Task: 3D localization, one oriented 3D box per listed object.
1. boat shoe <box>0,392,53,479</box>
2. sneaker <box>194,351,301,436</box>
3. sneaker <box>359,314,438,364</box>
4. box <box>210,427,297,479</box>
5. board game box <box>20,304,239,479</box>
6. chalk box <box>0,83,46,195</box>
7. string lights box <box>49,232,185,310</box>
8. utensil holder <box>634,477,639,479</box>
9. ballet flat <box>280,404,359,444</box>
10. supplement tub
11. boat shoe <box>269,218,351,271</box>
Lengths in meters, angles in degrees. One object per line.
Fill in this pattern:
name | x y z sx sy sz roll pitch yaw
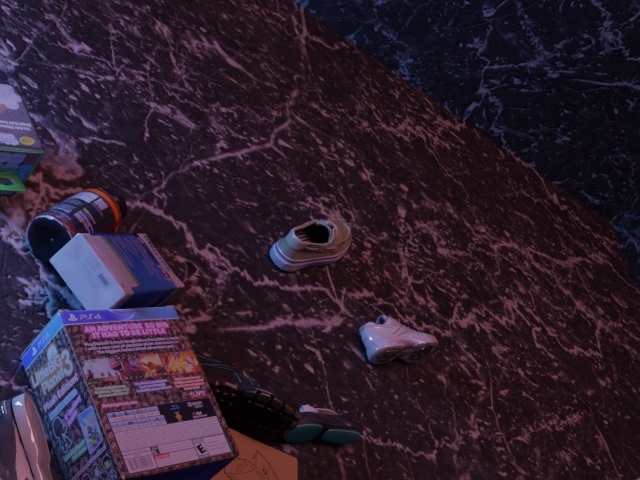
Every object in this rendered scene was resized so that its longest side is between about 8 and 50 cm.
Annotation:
boat shoe | -0.421 0.377 1.282 0.099 0.116 0.319 -16 67 -8
sneaker | -0.155 0.266 1.664 0.267 0.101 0.106 25 26 -14
sneaker | 0.183 0.220 2.144 0.232 0.090 0.115 8 44 -46
box | -0.126 0.419 1.618 0.201 0.021 0.164 30 35 -23
board game box | -0.306 0.264 1.467 0.232 0.141 0.291 2 52 -48
chalk box | -0.590 -0.163 1.631 0.132 0.132 0.213 2 53 -50
string lights box | -0.351 0.059 1.626 0.133 0.077 0.260 52 10 9
utensil holder | 0.559 0.682 1.777 0.328 0.385 0.327 30 35 -25
ballet flat | -0.009 0.356 1.783 0.203 0.074 0.074 15 43 -42
supplement tub | -0.437 -0.032 1.684 0.106 0.106 0.198 46 31 0
boat shoe | 0.000 0.000 2.168 0.109 0.094 0.302 52 32 9
